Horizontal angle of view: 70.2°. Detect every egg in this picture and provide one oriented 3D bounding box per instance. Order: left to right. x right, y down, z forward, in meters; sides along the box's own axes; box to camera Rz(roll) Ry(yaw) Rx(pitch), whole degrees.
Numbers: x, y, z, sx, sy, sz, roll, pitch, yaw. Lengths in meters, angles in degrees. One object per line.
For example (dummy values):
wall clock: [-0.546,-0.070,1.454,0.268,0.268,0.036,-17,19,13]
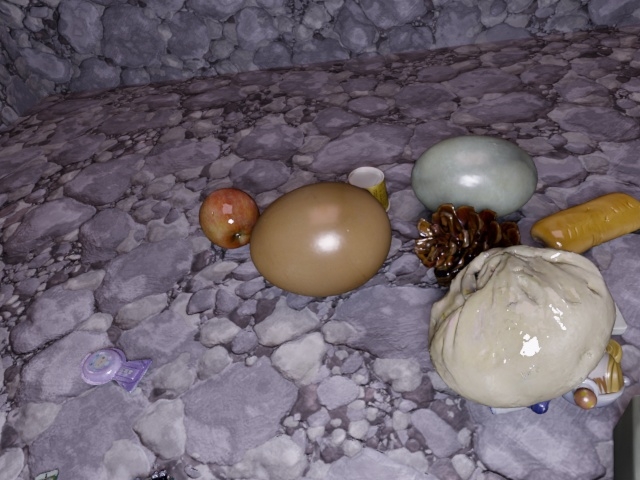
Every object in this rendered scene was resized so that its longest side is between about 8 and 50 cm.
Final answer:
egg: [0.000,0.000,1.197,0.375,0.301,0.300,-13,40,14]
egg: [0.444,-0.181,1.333,0.353,0.258,0.258,4,44,9]

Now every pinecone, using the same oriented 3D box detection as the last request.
pinecone: [0.364,0.019,1.128,0.244,0.309,0.243,-34,40,35]

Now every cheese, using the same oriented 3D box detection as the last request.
cheese: [-0.525,0.321,1.148,0.191,0.042,0.105,7,46,17]

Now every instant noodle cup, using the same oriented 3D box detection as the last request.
instant noodle cup: [0.148,-0.157,1.471,0.152,0.122,0.151,-6,44,6]

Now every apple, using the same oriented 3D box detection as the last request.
apple: [-0.279,-0.066,1.419,0.188,0.188,0.173,-22,53,-12]

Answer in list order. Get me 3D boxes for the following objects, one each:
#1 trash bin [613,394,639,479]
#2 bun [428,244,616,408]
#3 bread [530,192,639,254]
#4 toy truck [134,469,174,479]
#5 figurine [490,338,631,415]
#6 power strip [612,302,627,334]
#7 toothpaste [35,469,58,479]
trash bin: [0.552,0.406,0.733,0.122,0.164,0.240,12,50,25]
bun: [0.357,0.157,0.884,0.362,0.234,0.326,-27,22,42]
bread: [0.737,-0.050,1.250,0.306,0.091,0.142,-21,48,-9]
toy truck: [-0.338,0.496,0.912,0.084,0.044,0.039,-15,20,-3]
figurine: [0.469,0.288,0.911,0.275,0.133,0.194,-28,21,-10]
power strip: [0.601,0.184,1.058,0.192,0.035,0.081,-4,42,9]
toothpaste: [-0.562,0.559,0.901,0.049,0.031,0.204,-16,39,-5]
